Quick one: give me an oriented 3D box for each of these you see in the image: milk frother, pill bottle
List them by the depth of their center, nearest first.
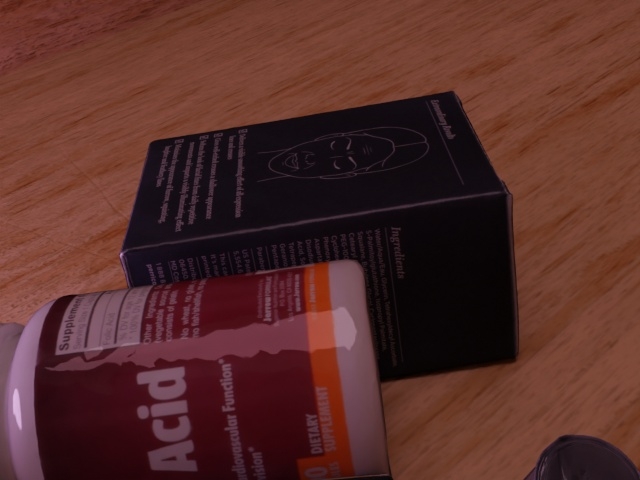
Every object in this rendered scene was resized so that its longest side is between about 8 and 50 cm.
[{"bbox_3d":[0.218,0.215,0.700,0.143,0.135,0.129,-28,65,-25],"label":"milk frother"},{"bbox_3d":[-0.141,0.150,0.832,0.392,0.224,0.224,-8,29,3],"label":"pill bottle"}]

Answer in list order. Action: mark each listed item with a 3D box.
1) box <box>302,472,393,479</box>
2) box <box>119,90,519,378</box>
[{"bbox_3d":[-0.037,0.287,0.577,0.295,0.073,0.293,2,34,-24],"label":"box"},{"bbox_3d":[0.000,0.000,1.065,0.395,0.212,0.293,-9,29,2],"label":"box"}]
